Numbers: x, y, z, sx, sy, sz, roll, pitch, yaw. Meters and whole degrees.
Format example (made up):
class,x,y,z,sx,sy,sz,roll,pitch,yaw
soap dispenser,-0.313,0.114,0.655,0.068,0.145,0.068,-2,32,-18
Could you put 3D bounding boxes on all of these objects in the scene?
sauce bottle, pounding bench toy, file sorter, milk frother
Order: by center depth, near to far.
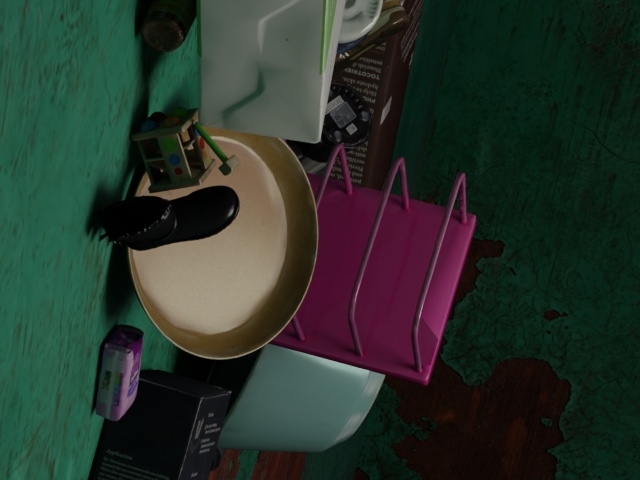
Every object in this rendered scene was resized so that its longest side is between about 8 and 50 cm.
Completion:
class,x,y,z,sx,sy,sz,roll,pitch,yaw
sauce bottle,-0.123,-0.220,1.621,0.042,0.042,0.128,96,8,-48
pounding bench toy,-0.120,-0.088,1.672,0.052,0.083,0.065,-59,137,-61
file sorter,0.000,0.000,1.961,0.182,0.290,0.202,77,29,-68
milk frother,-0.037,-0.146,2.144,0.129,0.143,0.134,-16,170,-40

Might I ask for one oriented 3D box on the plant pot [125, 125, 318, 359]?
class,x,y,z,sx,sy,sz,roll,pitch,yaw
plant pot,-0.100,-0.003,1.784,0.236,0.032,0.236,-4,96,-42

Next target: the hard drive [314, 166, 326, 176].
class,x,y,z,sx,sy,sz,roll,pitch,yaw
hard drive,-0.036,-0.071,2.278,0.022,0.094,0.135,-125,-144,-48

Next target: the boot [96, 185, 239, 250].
class,x,y,z,sx,sy,sz,roll,pitch,yaw
boot,-0.136,-0.023,1.639,0.099,0.121,0.045,49,24,-79

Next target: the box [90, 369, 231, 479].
class,x,y,z,sx,sy,sz,roll,pitch,yaw
box,-0.169,0.222,1.909,0.156,0.093,0.158,18,88,-81

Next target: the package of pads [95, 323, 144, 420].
class,x,y,z,sx,sy,sz,roll,pitch,yaw
package of pads,-0.195,0.128,1.786,0.050,0.032,0.083,-65,167,-61

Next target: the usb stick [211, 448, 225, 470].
class,x,y,z,sx,sy,sz,roll,pitch,yaw
usb stick,-0.107,0.172,2.372,0.077,0.045,0.278,92,15,-53

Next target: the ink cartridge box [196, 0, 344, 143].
class,x,y,z,sx,sy,sz,roll,pitch,yaw
ink cartridge box,-0.027,-0.290,1.688,0.207,0.119,0.353,94,5,-51

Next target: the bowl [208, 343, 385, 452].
class,x,y,z,sx,sy,sz,roll,pitch,yaw
bowl,-0.014,0.129,2.196,0.311,0.163,0.312,-157,-90,-81

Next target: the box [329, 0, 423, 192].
class,x,y,z,sx,sy,sz,roll,pitch,yaw
box,0.032,-0.189,2.341,0.191,0.143,0.381,-64,168,-55

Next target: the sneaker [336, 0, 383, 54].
class,x,y,z,sx,sy,sz,roll,pitch,yaw
sneaker,0.010,-0.368,2.043,0.236,0.130,0.323,-162,-107,-81

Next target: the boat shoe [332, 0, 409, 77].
class,x,y,z,sx,sy,sz,roll,pitch,yaw
boat shoe,0.014,-0.241,2.170,0.072,0.190,0.068,63,19,9
